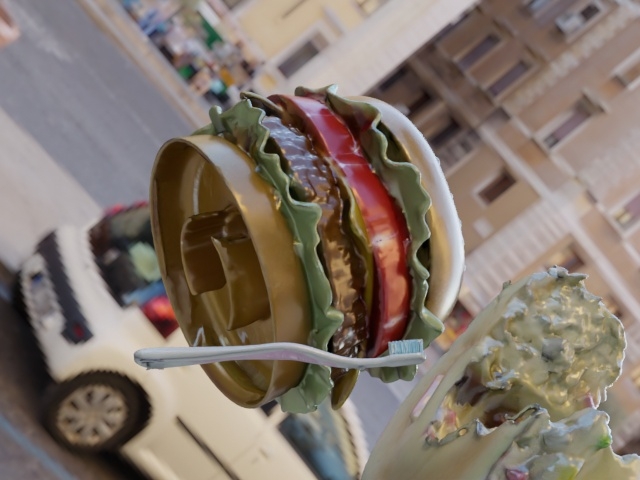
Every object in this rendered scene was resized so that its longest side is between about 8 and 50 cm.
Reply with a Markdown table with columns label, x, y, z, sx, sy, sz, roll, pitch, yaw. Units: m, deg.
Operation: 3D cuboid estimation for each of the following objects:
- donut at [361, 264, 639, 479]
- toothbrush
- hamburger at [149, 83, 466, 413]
| label | x | y | z | sx | sy | sz | roll | pitch | yaw |
| --- | --- | --- | --- | --- | --- | --- | --- | --- | --- |
| donut | 0.161 | 0.204 | 1.287 | 0.150 | 0.307 | 0.371 | 39 | 21 | -10 |
| toothbrush | -0.029 | 0.081 | 0.989 | 0.017 | 0.204 | 0.022 | 82 | 7 | -54 |
| hamburger | 0.000 | 0.000 | 1.189 | 0.274 | 0.212 | 0.274 | 45 | -36 | 46 |
